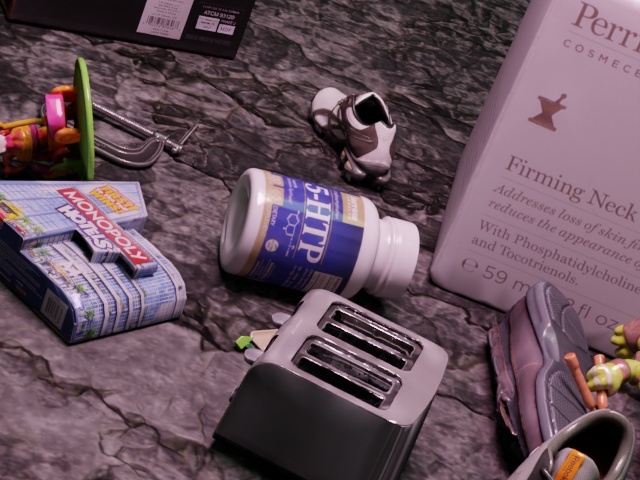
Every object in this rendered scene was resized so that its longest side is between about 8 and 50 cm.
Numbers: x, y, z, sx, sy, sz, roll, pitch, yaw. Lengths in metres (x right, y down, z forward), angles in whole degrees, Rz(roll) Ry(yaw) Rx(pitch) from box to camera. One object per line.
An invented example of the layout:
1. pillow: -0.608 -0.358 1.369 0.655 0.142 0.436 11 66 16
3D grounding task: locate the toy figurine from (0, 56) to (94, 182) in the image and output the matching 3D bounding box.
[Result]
1. toy figurine: -0.315 -0.106 1.870 0.159 0.173 0.130 -4 72 -11

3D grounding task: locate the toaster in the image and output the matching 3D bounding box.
1. toaster: 0.018 0.146 1.663 0.186 0.110 0.168 27 29 7

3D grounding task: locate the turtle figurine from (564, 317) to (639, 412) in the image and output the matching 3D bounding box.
1. turtle figurine: 0.346 0.154 1.865 0.269 0.087 0.217 37 18 -13

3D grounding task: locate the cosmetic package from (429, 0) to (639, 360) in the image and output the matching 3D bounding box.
1. cosmetic package: 0.354 -0.120 2.079 0.329 0.393 0.327 22 28 0

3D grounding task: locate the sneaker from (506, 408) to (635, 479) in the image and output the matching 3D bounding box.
1. sneaker: 0.179 0.237 1.580 0.100 0.108 0.271 35 52 12

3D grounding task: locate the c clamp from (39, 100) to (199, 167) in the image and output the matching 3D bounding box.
1. c clamp: -0.228 -0.125 2.062 0.161 0.022 0.137 24 33 -1

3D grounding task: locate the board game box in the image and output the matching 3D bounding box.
1. board game box: -0.221 0.005 1.790 0.194 0.060 0.194 39 32 28

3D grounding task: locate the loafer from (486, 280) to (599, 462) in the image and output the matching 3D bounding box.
1. loafer: 0.215 0.159 1.836 0.109 0.095 0.302 46 25 -23

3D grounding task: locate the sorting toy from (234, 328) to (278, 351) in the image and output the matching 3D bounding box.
1. sorting toy: -0.041 0.106 1.794 0.083 0.012 0.062 -2 36 -39

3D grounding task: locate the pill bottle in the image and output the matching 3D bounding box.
1. pill bottle: 0.000 0.000 1.906 0.187 0.112 0.112 14 29 -16

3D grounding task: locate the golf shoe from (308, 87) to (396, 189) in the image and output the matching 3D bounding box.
1. golf shoe: 0.048 -0.146 2.223 0.077 0.094 0.198 6 30 -27

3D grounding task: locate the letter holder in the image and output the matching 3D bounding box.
1. letter holder: -0.250 -0.362 2.326 0.302 0.152 0.214 7 29 -28
